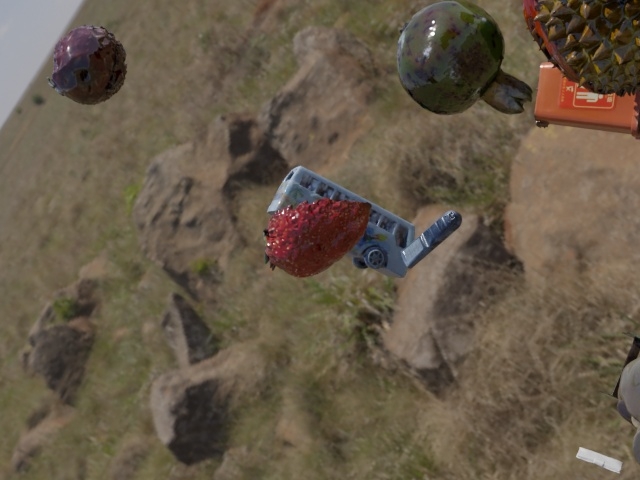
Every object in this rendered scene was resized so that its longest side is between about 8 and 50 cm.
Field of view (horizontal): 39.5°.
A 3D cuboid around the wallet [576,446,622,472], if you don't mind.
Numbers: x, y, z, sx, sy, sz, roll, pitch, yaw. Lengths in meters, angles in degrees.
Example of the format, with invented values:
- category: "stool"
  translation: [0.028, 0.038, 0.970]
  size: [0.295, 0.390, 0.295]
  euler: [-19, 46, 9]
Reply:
- category: "wallet"
  translation: [0.524, 0.411, 1.673]
  size: [0.044, 0.083, 0.011]
  euler: [-17, -58, -65]

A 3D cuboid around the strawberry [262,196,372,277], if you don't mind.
- category: "strawberry"
  translation: [0.000, 0.000, 1.347]
  size: [0.187, 0.146, 0.082]
  euler: [-26, 60, 17]

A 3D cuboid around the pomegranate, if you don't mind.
- category: "pomegranate"
  translation: [0.239, -0.289, 1.478]
  size: [0.202, 0.247, 0.202]
  euler: [-60, 0, 1]

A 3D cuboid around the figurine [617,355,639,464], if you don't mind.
- category: "figurine"
  translation: [0.656, 0.319, 1.645]
  size: [0.248, 0.203, 0.380]
  euler: [-15, 9, 28]

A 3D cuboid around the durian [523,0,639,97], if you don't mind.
- category: "durian"
  translation: [0.493, -0.395, 1.395]
  size: [0.384, 0.347, 0.348]
  euler: [105, -170, -69]

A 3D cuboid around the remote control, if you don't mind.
- category: "remote control"
  translation: [0.216, -0.006, 1.745]
  size: [0.152, 0.027, 0.044]
  euler: [-45, 55, 32]

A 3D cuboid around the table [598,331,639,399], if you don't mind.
- category: "table"
  translation: [0.727, 0.304, 1.975]
  size: [0.062, 0.175, 0.146]
  euler: [122, 171, -87]

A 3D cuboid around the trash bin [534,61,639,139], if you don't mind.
- category: "trash bin"
  translation: [0.547, -0.275, 1.714]
  size: [0.238, 0.184, 0.161]
  euler: [9, 95, 32]

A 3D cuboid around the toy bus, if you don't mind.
- category: "toy bus"
  translation: [0.054, -0.035, 1.954]
  size: [0.136, 0.329, 0.109]
  euler: [-65, 14, -10]

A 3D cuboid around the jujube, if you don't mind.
- category: "jujube"
  translation: [-0.293, -0.231, 1.140]
  size: [0.104, 0.104, 0.166]
  euler: [-51, 25, 17]
